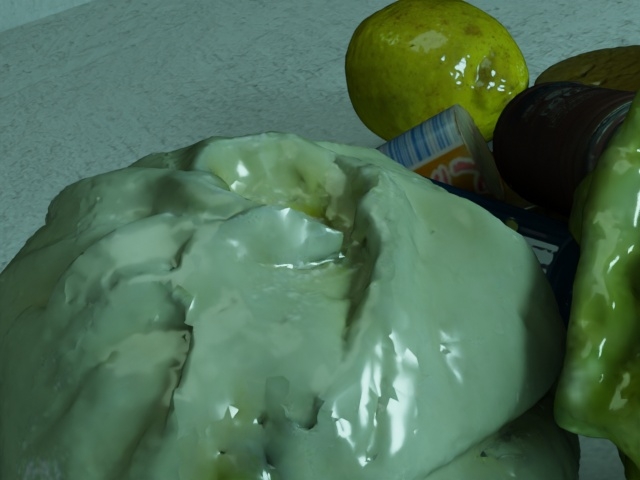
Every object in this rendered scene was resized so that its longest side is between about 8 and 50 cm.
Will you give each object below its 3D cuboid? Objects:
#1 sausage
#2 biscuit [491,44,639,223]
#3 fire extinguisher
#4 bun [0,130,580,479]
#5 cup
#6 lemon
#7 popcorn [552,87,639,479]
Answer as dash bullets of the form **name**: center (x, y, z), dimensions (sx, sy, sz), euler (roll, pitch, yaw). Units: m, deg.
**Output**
- **sausage**: center (0.000, 0.000, 1.378), dimensions (0.312, 0.093, 0.093), euler (-29, 18, 16)
- **biscuit**: center (0.297, -0.074, 1.451), dimensions (0.368, 0.076, 0.394), euler (2, 31, 39)
- **fire extinguisher**: center (0.213, -0.070, 1.266), dimensions (0.138, 0.102, 0.344), euler (-5, 9, -7)
- **bun**: center (-0.013, 0.072, 0.953), dimensions (0.365, 0.219, 0.365), euler (8, 41, -7)
- **cup**: center (0.107, 0.045, 1.221), dimensions (0.155, 0.131, 0.176), euler (13, 72, 30)
- **lemon**: center (0.115, -0.167, 1.681), dimensions (0.170, 0.170, 0.207), euler (-24, 23, -20)
- **popcorn**: center (0.274, 0.039, 0.934), dimensions (0.312, 0.312, 0.312), euler (-14, 21, 6)
